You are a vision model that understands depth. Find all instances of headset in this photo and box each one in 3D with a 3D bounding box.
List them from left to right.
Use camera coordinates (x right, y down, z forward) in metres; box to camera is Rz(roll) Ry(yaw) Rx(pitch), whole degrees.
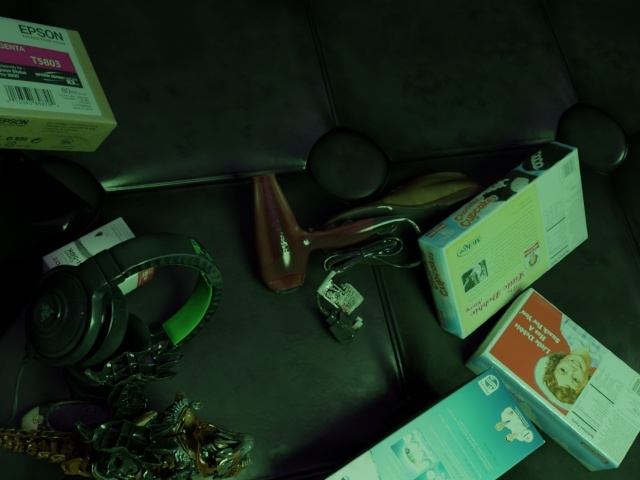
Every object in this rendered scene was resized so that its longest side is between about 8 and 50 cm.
[{"bbox_3d":[-0.328,0.115,1.039,0.394,0.243,0.185,-33,59,-12],"label":"headset"}]

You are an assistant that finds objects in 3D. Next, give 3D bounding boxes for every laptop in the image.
[{"bbox_3d":[-0.646,-0.011,1.132,0.408,0.236,0.382,41,63,-25],"label":"laptop"}]

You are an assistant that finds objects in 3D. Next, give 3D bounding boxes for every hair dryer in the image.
[{"bbox_3d":[0.000,0.000,1.199,0.293,0.080,0.224,38,89,-6],"label":"hair dryer"}]

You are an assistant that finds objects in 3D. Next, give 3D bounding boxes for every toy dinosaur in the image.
[{"bbox_3d":[-0.247,0.270,0.986,0.321,0.218,0.164,-12,53,-27],"label":"toy dinosaur"}]

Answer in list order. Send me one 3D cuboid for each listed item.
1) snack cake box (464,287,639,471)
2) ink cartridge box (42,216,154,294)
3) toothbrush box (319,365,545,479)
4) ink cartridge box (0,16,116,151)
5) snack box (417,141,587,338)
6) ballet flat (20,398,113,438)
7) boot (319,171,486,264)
[{"bbox_3d":[0.386,0.223,1.208,0.264,0.089,0.152,40,68,7],"label":"snack cake box"},{"bbox_3d":[-0.336,0.042,1.144,0.135,0.056,0.099,-33,78,-29],"label":"ink cartridge box"},{"bbox_3d":[0.126,0.322,1.044,0.295,0.216,0.126,-30,76,-20],"label":"toothbrush box"},{"bbox_3d":[-0.455,-0.238,1.146,0.234,0.088,0.193,-6,66,-51],"label":"ink cartridge box"},{"bbox_3d":[0.310,-0.004,1.242,0.322,0.187,0.060,-34,35,-22],"label":"snack box"},{"bbox_3d":[-0.334,0.248,1.069,0.173,0.049,0.057,-2,67,-12],"label":"ballet flat"},{"bbox_3d":[0.137,-0.043,1.281,0.305,0.112,0.115,-13,36,-9],"label":"boot"}]
